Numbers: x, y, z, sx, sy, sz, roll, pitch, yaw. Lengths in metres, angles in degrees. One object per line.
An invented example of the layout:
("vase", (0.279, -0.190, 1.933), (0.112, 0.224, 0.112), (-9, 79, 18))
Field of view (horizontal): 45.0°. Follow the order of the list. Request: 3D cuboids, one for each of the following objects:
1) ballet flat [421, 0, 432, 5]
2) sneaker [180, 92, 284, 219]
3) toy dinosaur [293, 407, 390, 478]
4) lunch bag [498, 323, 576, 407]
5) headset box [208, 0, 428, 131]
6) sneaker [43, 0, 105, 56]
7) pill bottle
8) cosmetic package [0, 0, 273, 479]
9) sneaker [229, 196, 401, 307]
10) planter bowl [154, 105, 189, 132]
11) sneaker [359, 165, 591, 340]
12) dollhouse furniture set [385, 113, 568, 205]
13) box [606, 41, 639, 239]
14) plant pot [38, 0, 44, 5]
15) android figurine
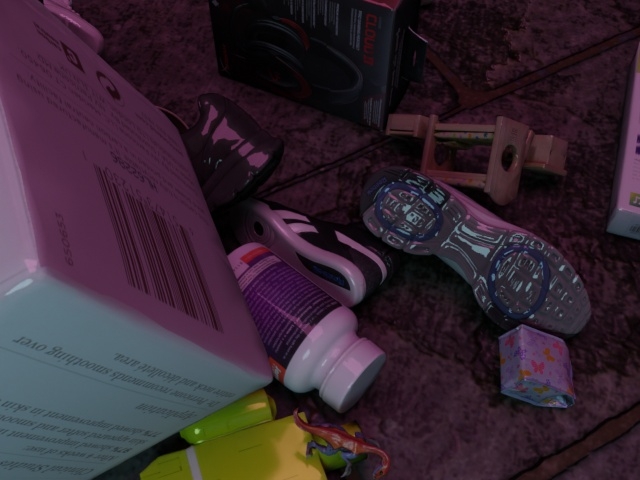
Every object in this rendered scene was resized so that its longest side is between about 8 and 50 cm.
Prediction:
("ballet flat", (0.162, -0.413, 1.210), (0.067, 0.073, 0.206), (31, 63, 2))
("sneaker", (-0.178, -0.048, 0.884), (0.286, 0.109, 0.130), (-43, 89, 0))
("toy dinosaur", (0.024, 0.200, 0.740), (0.082, 0.090, 0.047), (3, 64, 34))
("lunch bag", (0.239, 0.141, 0.846), (0.083, 0.053, 0.071), (19, 53, -19))
("headset box", (0.005, -0.287, 1.030), (0.293, 0.218, 0.110), (22, 60, 13))
("sneaker", (-0.391, -0.336, 1.146), (0.212, 0.080, 0.094), (26, 48, 17))
("pill bottle", (-0.028, 0.096, 0.838), (0.194, 0.108, 0.108), (36, 63, 21))
("cosmetic package", (-0.319, 0.040, 0.656), (0.394, 0.329, 0.327), (-29, 62, 8))
("sneaker", (0.000, 0.000, 0.933), (0.217, 0.079, 0.121), (33, 40, 31))
("planter bowl", (-0.245, -0.094, 0.946), (0.162, 0.162, 0.109), (-40, 39, -24))
("sneaker", (0.188, 0.002, 0.901), (0.297, 0.111, 0.129), (38, 19, 3))
("dollhouse furniture set", (0.200, -0.098, 1.014), (0.182, 0.161, 0.101), (11, 92, 47))
("box", (0.518, -0.119, 1.026), (0.233, 0.058, 0.321), (16, 59, 9))
("plant pot", (-0.444, -0.175, 0.877), (0.342, 0.334, 0.341), (0, 56, 0))
("android figurine", (-0.071, 0.271, 0.753), (0.273, 0.056, 0.248), (-13, 58, -12))
